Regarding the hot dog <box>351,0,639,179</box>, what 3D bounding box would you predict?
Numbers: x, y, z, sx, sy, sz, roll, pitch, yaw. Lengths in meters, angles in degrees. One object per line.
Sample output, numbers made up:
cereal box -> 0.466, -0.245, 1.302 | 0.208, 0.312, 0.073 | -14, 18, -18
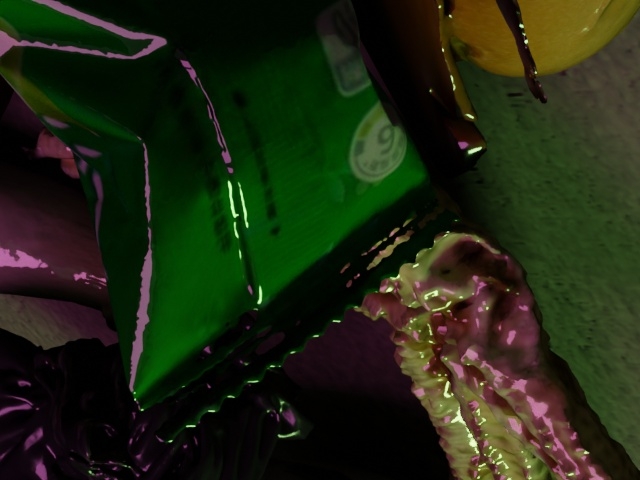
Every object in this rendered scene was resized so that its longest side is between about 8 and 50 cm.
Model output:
hot dog -> 0.059, -0.137, 0.587 | 0.194, 0.107, 0.326 | 62, 175, 7

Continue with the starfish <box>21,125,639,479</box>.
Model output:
starfish -> 0.000, 0.000, 0.860 | 0.432, 0.082, 0.324 | 45, 166, -10

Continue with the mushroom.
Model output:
mushroom -> -0.209, -0.005, 1.049 | 0.270, 0.103, 0.118 | 9, 162, 32

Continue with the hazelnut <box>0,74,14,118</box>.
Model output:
hazelnut -> -0.246, -0.099, 0.938 | 0.201, 0.161, 0.170 | 12, 164, -31

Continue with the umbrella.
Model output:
umbrella -> -0.118, 0.087, 0.970 | 0.122, 0.110, 0.272 | 11, 170, -32

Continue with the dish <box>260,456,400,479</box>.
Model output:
dish -> -0.048, 0.198, 0.989 | 0.324, 0.324, 0.124 | 11, 125, 33

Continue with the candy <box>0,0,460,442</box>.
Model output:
candy -> -0.042, -0.052, 0.660 | 0.203, 0.141, 0.078 | 63, 167, -15
